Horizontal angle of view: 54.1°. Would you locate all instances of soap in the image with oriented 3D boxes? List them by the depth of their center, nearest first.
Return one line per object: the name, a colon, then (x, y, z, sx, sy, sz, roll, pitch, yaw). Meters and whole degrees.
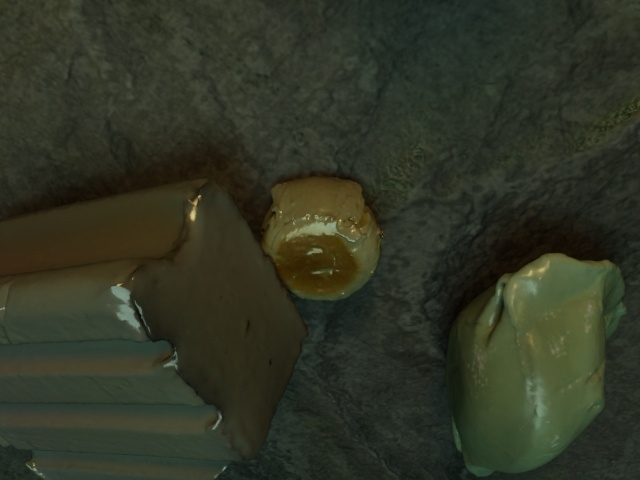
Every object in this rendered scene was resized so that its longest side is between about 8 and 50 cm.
soap: (-0.262, 0.130, 0.789, 0.436, 0.212, 0.350, -10, 124, 30)

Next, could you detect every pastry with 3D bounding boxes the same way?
pastry: (0.000, 0.000, 0.784, 0.166, 0.088, 0.165, 2, 128, 3)

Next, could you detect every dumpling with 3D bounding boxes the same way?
dumpling: (0.267, 0.152, 0.820, 0.212, 0.270, 0.320, 37, 152, 4)
